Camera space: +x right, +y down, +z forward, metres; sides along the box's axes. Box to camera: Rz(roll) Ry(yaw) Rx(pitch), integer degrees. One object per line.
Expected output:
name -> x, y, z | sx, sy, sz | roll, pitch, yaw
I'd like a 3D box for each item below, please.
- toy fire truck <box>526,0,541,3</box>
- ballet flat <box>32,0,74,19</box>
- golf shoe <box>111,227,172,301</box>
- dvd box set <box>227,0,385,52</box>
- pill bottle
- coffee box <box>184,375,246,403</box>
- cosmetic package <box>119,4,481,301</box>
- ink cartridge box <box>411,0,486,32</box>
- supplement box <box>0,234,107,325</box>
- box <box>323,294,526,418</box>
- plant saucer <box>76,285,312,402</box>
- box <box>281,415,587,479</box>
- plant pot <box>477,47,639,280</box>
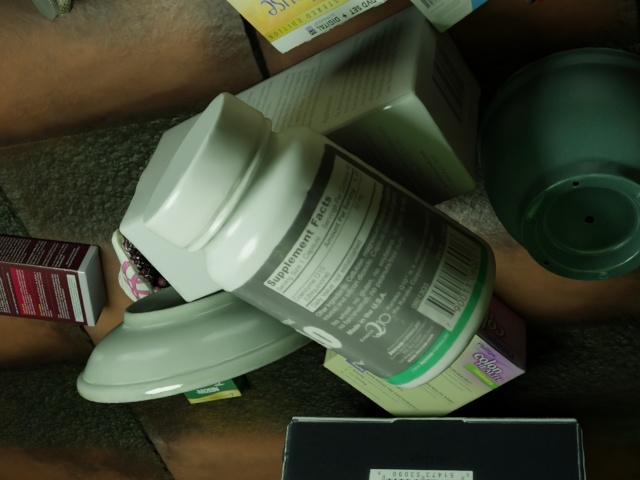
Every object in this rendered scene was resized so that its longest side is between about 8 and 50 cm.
toy fire truck -> 0.202, -0.355, 1.116 | 0.047, 0.135, 0.192 | -28, 160, 39
ballet flat -> -0.369, -0.402, 1.229 | 0.084, 0.058, 0.250 | 20, 138, 45
golf shoe -> -0.305, 0.057, 1.601 | 0.085, 0.067, 0.186 | -8, 129, 20
dvd box set -> -0.098, -0.408, 1.079 | 0.420, 0.062, 0.307 | 42, 152, -23
pill bottle -> 0.000, 0.000, 1.093 | 0.361, 0.204, 0.204 | 32, 129, -16
coffee box -> -0.221, 0.214, 1.737 | 0.113, 0.040, 0.184 | -12, 127, 21
cosmetic package -> -0.024, -0.110, 1.290 | 0.453, 0.230, 0.161 | -21, 124, 28
ink cartridge box -> 0.128, -0.351, 1.159 | 0.104, 0.062, 0.181 | -32, 118, 32
supplement box -> -0.492, 0.064, 1.643 | 0.239, 0.073, 0.130 | 7, 131, 5
box -> 0.168, 0.164, 1.563 | 0.213, 0.117, 0.243 | 38, 128, -20
plant saucer -> -0.179, 0.120, 1.457 | 0.400, 0.400, 0.101 | -12, 100, 21
box -> 0.213, 0.519, 1.669 | 0.479, 0.298, 0.472 | -3, 150, 14
plant pot -> 0.349, -0.072, 1.267 | 0.293, 0.196, 0.293 | 6, 132, 7
